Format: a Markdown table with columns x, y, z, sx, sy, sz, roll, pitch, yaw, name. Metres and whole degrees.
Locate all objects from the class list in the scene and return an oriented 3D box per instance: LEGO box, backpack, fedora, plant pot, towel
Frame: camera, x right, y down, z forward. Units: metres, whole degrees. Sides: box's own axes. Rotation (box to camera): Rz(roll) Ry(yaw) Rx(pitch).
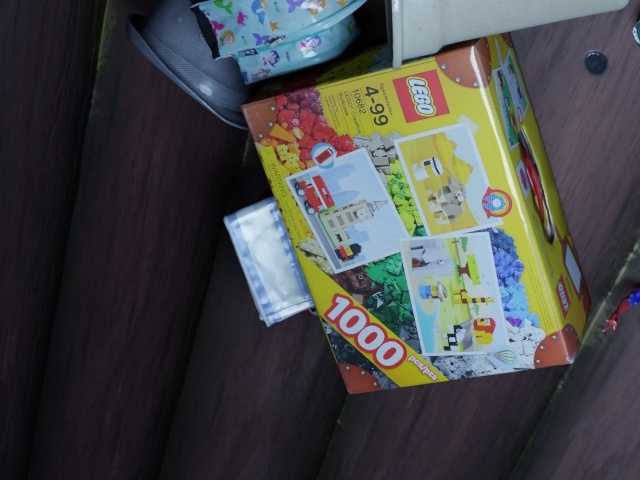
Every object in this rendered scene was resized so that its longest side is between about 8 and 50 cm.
| x | y | z | sx | sy | sz | roll | pitch | yaw | name |
| --- | --- | --- | --- | --- | --- | --- | --- | --- | --- |
| 0.154 | -0.047 | 2.010 | 0.372 | 0.193 | 0.500 | -12 | 111 | 25 | LEGO box |
| -0.038 | -0.355 | 1.982 | 0.253 | 0.225 | 0.191 | -21 | 106 | 30 | backpack |
| -0.177 | -0.311 | 2.143 | 0.275 | 0.244 | 0.124 | 43 | 105 | 18 | fedora |
| 0.231 | -0.393 | 1.682 | 0.305 | 0.334 | 0.334 | -4 | 120 | 2 | plant pot |
| 0.000 | 0.000 | 2.194 | 0.285 | 0.034 | 0.209 | -22 | 109 | -3 | towel |

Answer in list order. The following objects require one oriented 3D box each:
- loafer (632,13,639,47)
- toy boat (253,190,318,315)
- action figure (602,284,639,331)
| x | y | z | sx | sy | sz | roll | pitch | yaw | name |
| --- | --- | --- | --- | --- | --- | --- | --- | --- | --- |
| 0.527 | -0.225 | 1.755 | 0.267 | 0.084 | 0.096 | 33 | 132 | 14 | loafer |
| -0.049 | 0.030 | 2.281 | 0.151 | 0.151 | 0.231 | -17 | 107 | 41 | toy boat |
| 0.495 | 0.048 | 1.923 | 0.091 | 0.139 | 0.280 | 25 | 132 | 22 | action figure |
